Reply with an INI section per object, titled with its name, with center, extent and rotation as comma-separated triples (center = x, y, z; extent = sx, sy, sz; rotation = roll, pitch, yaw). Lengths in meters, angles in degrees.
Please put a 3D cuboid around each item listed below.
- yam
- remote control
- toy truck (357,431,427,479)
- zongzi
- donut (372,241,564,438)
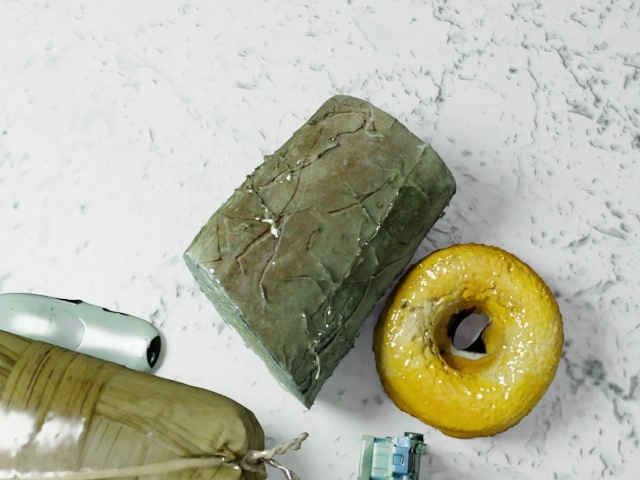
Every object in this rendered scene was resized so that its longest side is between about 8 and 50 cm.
[yam]
center = 0.000, 0.000, 1.010
extent = 0.241, 0.241, 0.348
rotation = 36, 75, 12
[remote control]
center = -0.338, 0.123, 1.082
extent = 0.256, 0.045, 0.097
rotation = 8, 76, 3
[toy truck]
center = 0.081, 0.260, 0.955
extent = 0.081, 0.175, 0.067
rotation = 4, 74, 10
[zongzi]
center = -0.273, 0.374, 0.928
extent = 0.500, 0.218, 0.467
rotation = 14, 80, 5
[donut]
center = 0.188, 0.125, 1.027
extent = 0.253, 0.118, 0.253
rotation = 0, 87, 9
